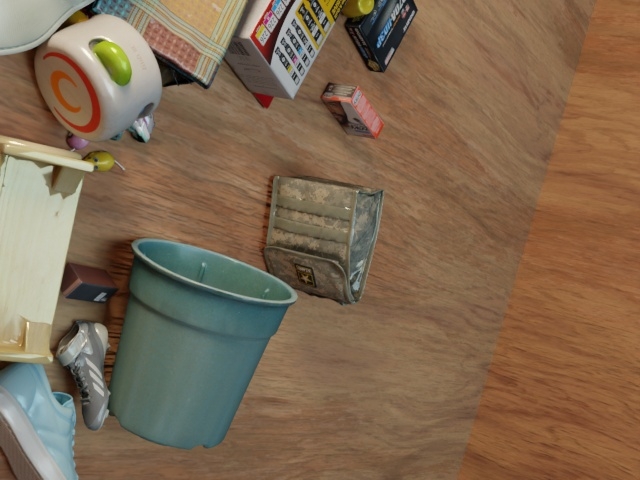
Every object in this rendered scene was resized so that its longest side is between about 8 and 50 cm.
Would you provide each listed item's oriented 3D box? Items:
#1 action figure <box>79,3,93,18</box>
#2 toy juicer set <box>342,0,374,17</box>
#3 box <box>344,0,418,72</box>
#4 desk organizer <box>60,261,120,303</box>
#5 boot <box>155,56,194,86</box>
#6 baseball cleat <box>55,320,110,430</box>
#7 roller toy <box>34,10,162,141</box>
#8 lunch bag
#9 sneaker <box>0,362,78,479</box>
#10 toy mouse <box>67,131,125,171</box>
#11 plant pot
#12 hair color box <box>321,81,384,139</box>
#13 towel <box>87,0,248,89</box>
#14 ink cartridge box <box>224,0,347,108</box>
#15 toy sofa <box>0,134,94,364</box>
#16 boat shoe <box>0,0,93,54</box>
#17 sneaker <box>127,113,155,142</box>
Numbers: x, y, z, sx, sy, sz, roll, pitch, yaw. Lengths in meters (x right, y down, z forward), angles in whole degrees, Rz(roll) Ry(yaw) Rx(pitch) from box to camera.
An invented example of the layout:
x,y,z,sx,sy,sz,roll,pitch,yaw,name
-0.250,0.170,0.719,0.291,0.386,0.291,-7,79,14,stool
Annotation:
x,y,z,sx,sy,sz,roll,pitch,yaw,name
-0.393,-0.406,1.511,0.115,0.030,0.038,-25,127,-45,action figure
0.118,-0.720,2.058,0.329,0.089,0.209,-54,128,-14,toy juicer set
0.160,-0.573,2.190,0.220,0.051,0.175,-61,143,-19,box
-0.441,0.081,1.606,0.047,0.050,0.130,-41,162,8,desk organizer
-0.290,-0.326,1.608,0.219,0.106,0.082,-51,137,-34,boot
-0.455,0.256,1.618,0.109,0.072,0.206,17,62,-46,baseball cleat
-0.373,-0.279,1.445,0.146,0.209,0.191,-41,146,-39,roller toy
0.000,0.000,2.026,0.169,0.235,0.287,-9,109,-58,lunch bag
-0.495,0.367,1.572,0.150,0.135,0.366,-46,140,-38,sneaker
-0.408,-0.195,1.564,0.161,0.031,0.143,-9,109,-53,toy mouse
-0.258,0.210,1.697,0.341,0.341,0.334,7,105,-55,plant pot
0.082,-0.325,2.141,0.167,0.093,0.053,47,64,-50,hair color box
-0.241,-0.505,1.570,0.271,0.040,0.370,30,72,-33,towel
-0.067,-0.475,1.846,0.309,0.130,0.272,-63,145,-17,ink cartridge box
-0.508,0.015,1.434,0.150,0.177,0.363,11,94,-30,toy sofa
-0.463,-0.386,1.363,0.302,0.091,0.114,-42,134,-39,boat shoe
-0.350,-0.241,1.628,0.069,0.038,0.098,-64,149,-23,sneaker
